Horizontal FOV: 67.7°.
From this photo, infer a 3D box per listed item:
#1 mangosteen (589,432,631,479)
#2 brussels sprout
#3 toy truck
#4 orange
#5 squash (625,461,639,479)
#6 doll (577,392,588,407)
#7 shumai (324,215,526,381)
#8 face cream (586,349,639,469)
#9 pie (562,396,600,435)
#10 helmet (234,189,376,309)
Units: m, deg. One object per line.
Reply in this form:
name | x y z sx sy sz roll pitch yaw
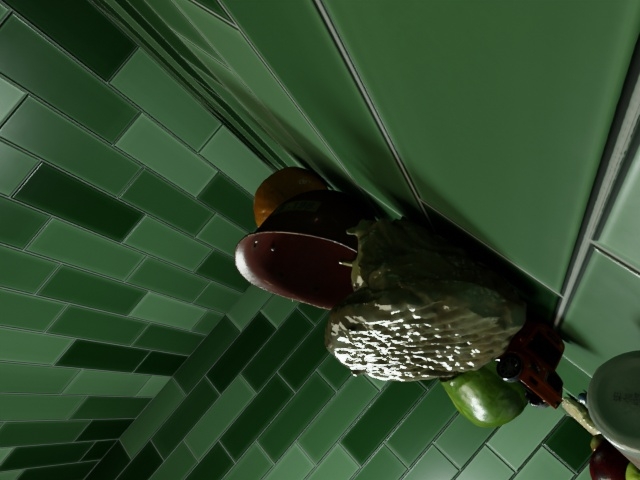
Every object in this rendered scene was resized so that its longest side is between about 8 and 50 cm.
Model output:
mangosteen | 0.764 0.564 1.196 0.200 0.199 0.200 40 180 0
brussels sprout | 0.533 0.448 1.595 0.315 0.276 0.371 44 180 -12
toy truck | 0.320 0.171 0.825 0.107 0.114 0.253 40 -178 -24
orange | -0.077 -0.092 1.370 0.240 0.240 0.171 40 164 -22
squash | 0.730 0.525 0.998 0.247 0.132 0.132 44 179 -23
doll | 0.667 0.406 1.185 0.125 0.027 0.037 40 173 -41
shumai | 0.167 0.067 0.782 0.267 0.314 0.262 38 -134 -33
face cream | 0.374 0.211 0.486 0.252 0.101 0.101 40 -179 -27
pie | 0.841 0.565 1.496 0.185 0.052 0.218 39 -177 -14
helmet | 0.000 0.000 1.183 0.385 0.230 0.337 -5 141 36
